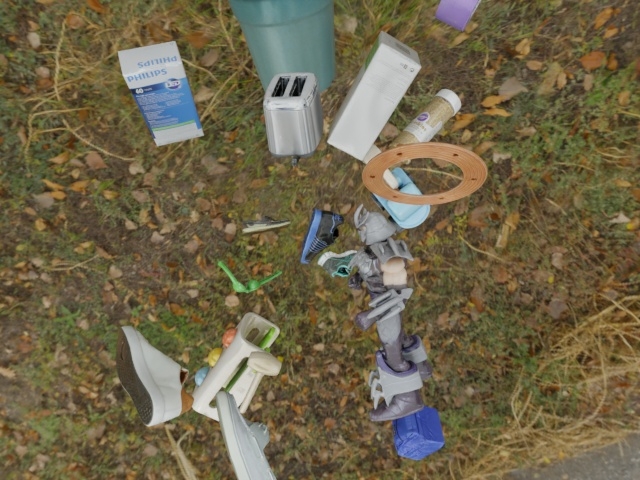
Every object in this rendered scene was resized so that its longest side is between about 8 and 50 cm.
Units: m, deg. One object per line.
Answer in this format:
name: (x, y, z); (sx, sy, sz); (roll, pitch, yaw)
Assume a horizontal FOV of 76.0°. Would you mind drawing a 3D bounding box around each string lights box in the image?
string lights box: (-0.391, -0.358, 1.033); (0.133, 0.260, 0.077); (-16, 68, -11)

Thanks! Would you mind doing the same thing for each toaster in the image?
toaster: (-0.065, -0.299, 0.977); (0.129, 0.227, 0.146); (3, 136, 10)

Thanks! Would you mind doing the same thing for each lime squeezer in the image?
lime squeezer: (-0.291, 0.157, 1.652); (0.058, 0.310, 0.110); (-6, 76, 44)

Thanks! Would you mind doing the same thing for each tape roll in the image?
tape roll: (0.364, -0.621, 0.996); (0.080, 0.189, 0.189); (29, 112, 5)

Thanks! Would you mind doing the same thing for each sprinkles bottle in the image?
sprinkles bottle: (0.455, -0.495, 1.786); (0.121, 0.121, 0.355); (44, 83, -12)

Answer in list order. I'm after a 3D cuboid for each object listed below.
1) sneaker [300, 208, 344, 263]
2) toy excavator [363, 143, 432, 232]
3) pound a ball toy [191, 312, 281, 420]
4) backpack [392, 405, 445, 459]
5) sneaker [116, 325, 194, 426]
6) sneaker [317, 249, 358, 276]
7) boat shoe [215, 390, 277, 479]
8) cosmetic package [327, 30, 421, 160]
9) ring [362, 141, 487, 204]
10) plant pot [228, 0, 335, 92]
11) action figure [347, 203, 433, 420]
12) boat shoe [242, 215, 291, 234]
sneaker: (0.000, 0.000, 1.210); (0.090, 0.081, 0.232); (12, 142, -8)
toy excavator: (0.350, -0.246, 1.916); (0.222, 0.445, 0.433); (-39, 91, 6)
pound a ball toy: (-0.222, 0.329, 1.039); (0.135, 0.208, 0.319); (32, 112, -12)
backpack: (0.220, 0.457, 0.978); (0.101, 0.098, 0.120); (20, 128, -10)
sneaker: (-0.393, 0.309, 0.967); (0.290, 0.123, 0.106); (41, 114, 38)
sneaker: (0.070, 0.075, 1.202); (0.166, 0.076, 0.065); (-5, 137, -39)
boat shoe: (-0.133, 0.386, 0.774); (0.081, 0.079, 0.228); (-18, 84, -24)
cosmetic package: (0.177, -0.488, 1.404); (0.155, 0.197, 0.366); (25, 126, -12)
ring: (0.286, -0.184, 1.146); (0.336, 0.337, 0.032); (5, 70, 4)
plant pot: (-0.097, -0.648, 1.269); (0.341, 0.341, 0.334); (-3, 140, 7)
action figure: (0.085, 0.089, 0.549); (0.099, 0.185, 0.285); (-11, 105, 10)
boat shoe: (-0.168, -0.053, 1.265); (0.152, 0.056, 0.049); (-11, 82, -6)
